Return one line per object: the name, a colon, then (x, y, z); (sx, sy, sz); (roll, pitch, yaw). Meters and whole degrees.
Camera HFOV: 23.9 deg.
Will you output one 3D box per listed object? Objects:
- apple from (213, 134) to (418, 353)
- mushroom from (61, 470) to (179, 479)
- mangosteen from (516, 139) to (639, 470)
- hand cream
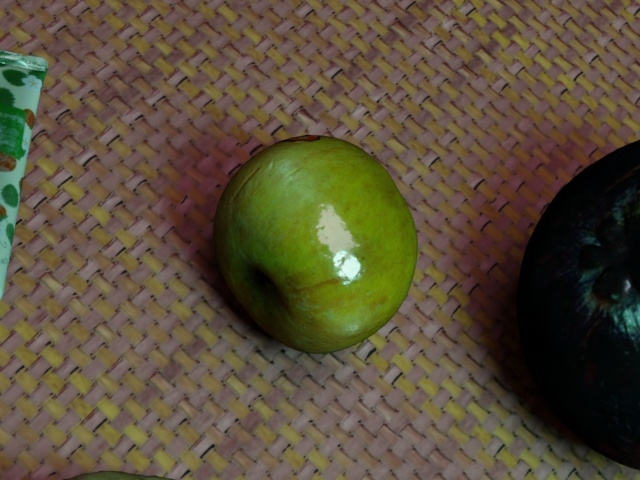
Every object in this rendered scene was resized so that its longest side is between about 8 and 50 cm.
apple: (0.000, 0.000, 1.264); (0.155, 0.182, 0.182); (-32, 79, -32)
mushroom: (-0.150, 0.300, 1.076); (0.278, 0.146, 0.278); (6, 70, -18)
mangosteen: (0.316, 0.062, 1.301); (0.300, 0.300, 0.300); (8, 62, -16)
hand cream: (-0.284, -0.051, 1.256); (0.095, 0.059, 0.276); (10, 58, -18)
